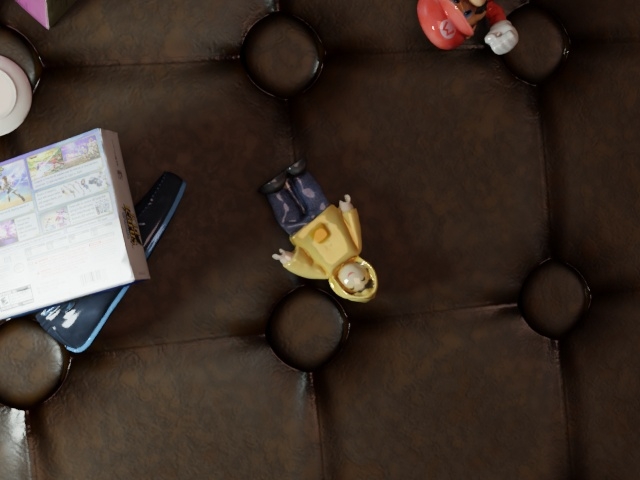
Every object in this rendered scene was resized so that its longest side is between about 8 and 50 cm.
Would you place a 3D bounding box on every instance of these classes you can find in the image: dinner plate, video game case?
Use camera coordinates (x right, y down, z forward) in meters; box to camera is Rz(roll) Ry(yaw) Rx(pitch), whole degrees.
[{"bbox_3d":[-0.556,-0.244,1.555,0.141,0.017,0.141,0,91,-13],"label":"dinner plate"},{"bbox_3d":[-0.422,-0.022,1.485,0.269,0.061,0.244,-15,86,18],"label":"video game case"}]

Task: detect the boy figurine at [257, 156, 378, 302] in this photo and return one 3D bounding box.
[{"bbox_3d":[0.000,0.000,1.662,0.177,0.092,0.285,-33,95,-15],"label":"boy figurine"}]

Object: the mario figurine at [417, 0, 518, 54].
[{"bbox_3d":[0.309,-0.472,1.694,0.198,0.170,0.320,34,71,23],"label":"mario figurine"}]

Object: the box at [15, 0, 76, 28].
[{"bbox_3d":[-0.401,-0.484,1.492,0.117,0.213,0.243,43,81,-11],"label":"box"}]

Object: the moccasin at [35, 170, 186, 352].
[{"bbox_3d":[-0.350,0.021,1.548,0.117,0.138,0.342,33,81,-8],"label":"moccasin"}]
